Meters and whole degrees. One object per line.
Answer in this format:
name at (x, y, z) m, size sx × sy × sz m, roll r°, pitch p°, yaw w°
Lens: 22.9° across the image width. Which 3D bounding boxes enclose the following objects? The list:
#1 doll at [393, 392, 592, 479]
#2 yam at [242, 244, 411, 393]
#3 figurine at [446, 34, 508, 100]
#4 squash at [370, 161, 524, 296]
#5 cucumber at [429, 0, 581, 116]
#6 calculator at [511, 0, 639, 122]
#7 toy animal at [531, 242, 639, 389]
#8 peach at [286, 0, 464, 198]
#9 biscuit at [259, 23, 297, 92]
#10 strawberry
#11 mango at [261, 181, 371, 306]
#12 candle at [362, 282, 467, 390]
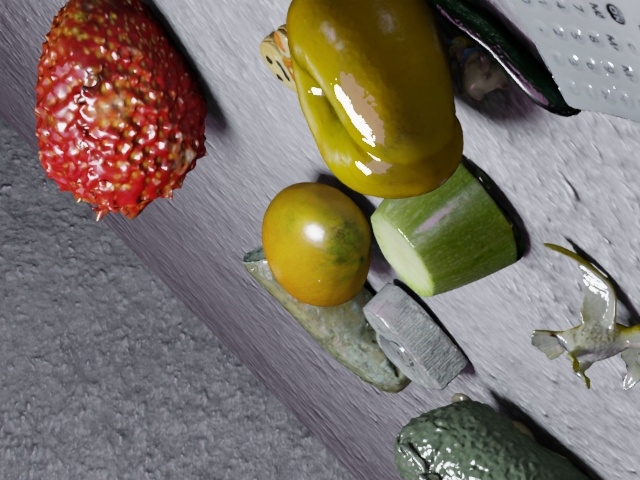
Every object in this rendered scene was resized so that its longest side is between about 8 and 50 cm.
doll at (0.263, 0.374, 2.264) m, size 0.349 × 0.247 × 0.247 m, roll 42°, pitch 165°, yaw 19°
yam at (0.030, 0.112, 2.501) m, size 0.330 × 0.133 × 0.133 m, roll 48°, pitch 167°, yaw -9°
figurine at (0.149, -0.173, 1.538) m, size 0.083 × 0.047 × 0.051 m, roll 42°, pitch 151°, yaw 57°
squash at (0.142, -0.016, 1.830) m, size 0.170 × 0.122 × 0.170 m, roll 51°, pitch 165°, yaw 19°
cucumber at (0.170, -0.178, 1.468) m, size 0.184 × 0.033 × 0.036 m, roll 45°, pitch 148°, yaw 14°
calculator at (0.254, -0.153, 1.290) m, size 0.161 × 0.021 × 0.261 m, roll 57°, pitch 165°, yaw -27°
toy animal at (0.307, 0.119, 1.698) m, size 0.155 × 0.095 × 0.219 m, roll 38°, pitch 164°, yaw 54°
peach at (0.057, -0.158, 1.591) m, size 0.251 × 0.153 × 0.251 m, roll 57°, pitch 168°, yaw 19°
biscuit at (-0.008, -0.204, 1.975) m, size 0.234 × 0.030 × 0.153 m, roll 32°, pitch 156°, yaw 51°
strawberry at (-0.325, -0.208, 2.431) m, size 0.292 × 0.292 × 0.343 m, roll 41°, pitch 166°, yaw 32°
mango at (-0.006, -0.002, 2.286) m, size 0.175 × 0.139 × 0.254 m, roll 34°, pitch 155°, yaw 13°
candle at (0.146, 0.155, 2.365) m, size 0.168 × 0.068 × 0.192 m, roll 39°, pitch 166°, yaw 35°
